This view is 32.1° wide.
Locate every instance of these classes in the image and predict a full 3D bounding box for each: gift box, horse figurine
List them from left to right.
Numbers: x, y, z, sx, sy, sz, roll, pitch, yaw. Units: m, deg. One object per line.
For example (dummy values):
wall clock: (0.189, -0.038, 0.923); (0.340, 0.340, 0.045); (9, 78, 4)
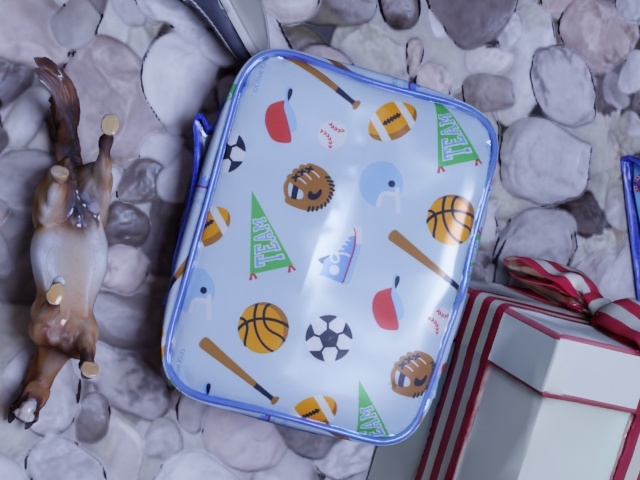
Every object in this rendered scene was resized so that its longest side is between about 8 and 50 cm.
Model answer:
horse figurine: (-0.187, 0.006, 0.819); (0.066, 0.174, 0.263); (3, 80, -17)
gift box: (0.218, 0.160, 0.965); (0.276, 0.255, 0.258); (12, 98, -28)

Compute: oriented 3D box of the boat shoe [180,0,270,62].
boat shoe: (-0.109, -0.227, 0.886); (0.065, 0.075, 0.206); (-21, 115, 22)

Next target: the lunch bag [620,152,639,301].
lunch bag: (0.437, 0.048, 1.104); (0.221, 0.138, 0.293); (-10, 104, -12)

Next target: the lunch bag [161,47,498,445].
lunch bag: (0.000, 0.000, 0.897); (0.243, 0.115, 0.303); (16, 86, -2)
